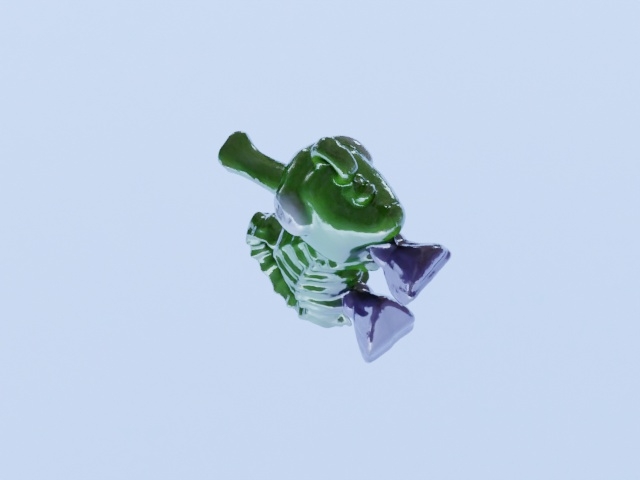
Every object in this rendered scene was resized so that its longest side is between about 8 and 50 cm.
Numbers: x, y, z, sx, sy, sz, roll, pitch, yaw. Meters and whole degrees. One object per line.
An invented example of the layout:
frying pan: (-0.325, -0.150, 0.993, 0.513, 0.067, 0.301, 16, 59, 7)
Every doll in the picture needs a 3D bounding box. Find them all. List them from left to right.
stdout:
doll: (0.000, 0.000, 0.877, 0.050, 0.190, 0.115, -40, -102, -17)
